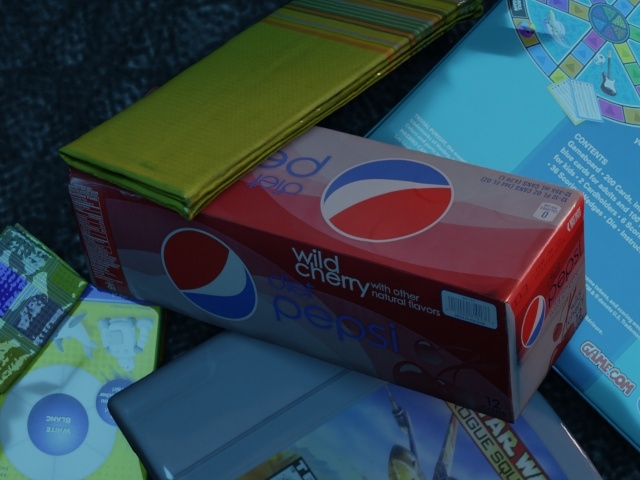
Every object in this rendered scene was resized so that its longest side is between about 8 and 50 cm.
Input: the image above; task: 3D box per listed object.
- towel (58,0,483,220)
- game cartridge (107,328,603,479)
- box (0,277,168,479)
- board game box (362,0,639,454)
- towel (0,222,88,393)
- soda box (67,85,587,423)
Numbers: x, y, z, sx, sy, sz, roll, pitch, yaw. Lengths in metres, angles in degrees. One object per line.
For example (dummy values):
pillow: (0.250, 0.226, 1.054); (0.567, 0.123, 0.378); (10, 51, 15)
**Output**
towel: (-0.020, -0.088, 0.795); (0.102, 0.021, 0.237); (20, 45, 40)
game cartridge: (0.047, 0.153, 0.770); (0.198, 0.062, 0.297); (-32, 72, -12)
box: (-0.145, 0.113, 0.834); (0.105, 0.043, 0.179); (3, 85, 0)
board game box: (0.219, -0.072, 0.813); (0.254, 0.079, 0.336); (45, 92, 9)
towel: (-0.175, 0.038, 0.818); (0.060, 0.009, 0.083); (39, 85, 6)
soda box: (0.000, 0.000, 0.760); (0.263, 0.083, 0.092); (16, 46, 28)
